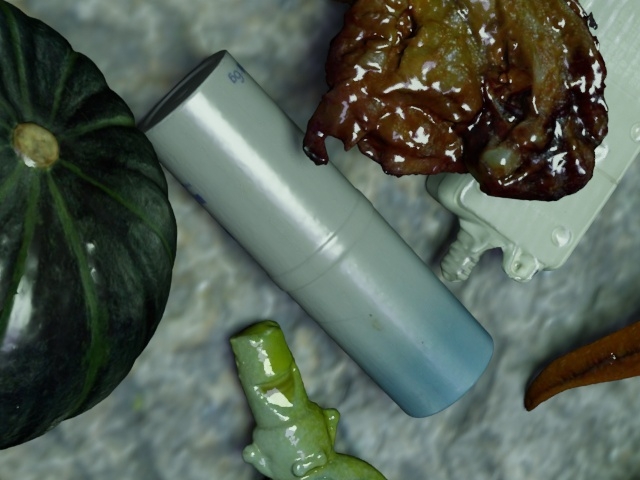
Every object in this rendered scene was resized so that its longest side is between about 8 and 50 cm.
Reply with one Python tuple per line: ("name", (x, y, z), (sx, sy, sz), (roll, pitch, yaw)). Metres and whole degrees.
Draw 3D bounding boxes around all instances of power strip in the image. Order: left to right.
("power strip", (0.178, -0.113, 0.845), (0.098, 0.058, 0.338), (33, 93, -17))

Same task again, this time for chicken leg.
("chicken leg", (0.030, -0.141, 0.773), (0.177, 0.083, 0.322), (-37, 85, -10))

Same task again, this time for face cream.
("face cream", (0.000, 0.000, 0.818), (0.077, 0.077, 0.250), (-44, 106, -1))

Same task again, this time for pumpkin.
("pumpkin", (-0.202, -0.010, 0.716), (0.250, 0.216, 0.250), (6, 80, -35))

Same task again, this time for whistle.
("whistle", (-0.014, 0.146, 0.865), (0.104, 0.057, 0.198), (-24, 99, -18))

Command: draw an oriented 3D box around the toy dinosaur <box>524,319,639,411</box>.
("toy dinosaur", (0.310, 0.023, 0.771), (0.208, 0.097, 0.432), (46, 113, 20))
